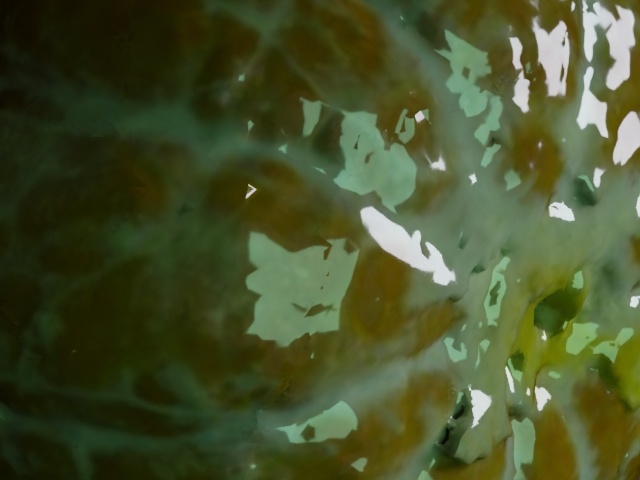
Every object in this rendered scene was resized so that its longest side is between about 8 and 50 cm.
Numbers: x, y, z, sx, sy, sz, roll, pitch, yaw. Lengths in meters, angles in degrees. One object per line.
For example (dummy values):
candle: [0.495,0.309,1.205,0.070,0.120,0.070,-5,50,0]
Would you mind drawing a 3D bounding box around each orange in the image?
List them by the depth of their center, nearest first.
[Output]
orange: [0.000,0.000,0.577,0.329,0.249,0.329,-8,105,-31]
